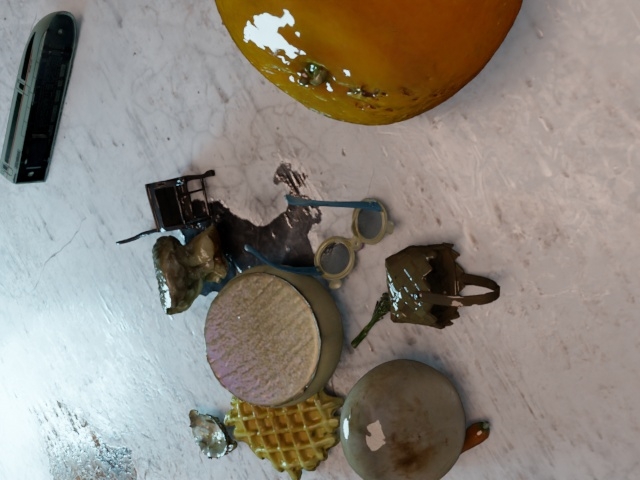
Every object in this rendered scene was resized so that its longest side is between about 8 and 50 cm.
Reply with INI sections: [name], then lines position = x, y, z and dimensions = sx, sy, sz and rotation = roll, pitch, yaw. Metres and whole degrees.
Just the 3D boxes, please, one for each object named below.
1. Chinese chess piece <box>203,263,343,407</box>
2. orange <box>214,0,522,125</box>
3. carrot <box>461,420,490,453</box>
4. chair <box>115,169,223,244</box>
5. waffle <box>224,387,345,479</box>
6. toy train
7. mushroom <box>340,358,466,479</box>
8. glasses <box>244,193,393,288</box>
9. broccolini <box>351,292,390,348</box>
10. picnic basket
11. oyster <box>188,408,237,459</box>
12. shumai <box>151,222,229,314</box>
[Chinese chess piece]
position = -0.090, 0.179, 1.154
dimensions = 0.270, 0.112, 0.269
rotation = -1, 89, 25
[orange]
position = 0.050, -0.340, 0.817
dimensions = 0.424, 0.424, 0.326
rotation = 18, 79, 22
[carrot]
position = 0.260, 0.365, 1.097
dimensions = 0.035, 0.035, 0.142
rotation = 42, 123, 12
[chair]
position = -0.325, -0.065, 1.248
dimensions = 0.229, 0.106, 0.113
rotation = -8, 99, 27
[waffle]
position = -0.076, 0.359, 1.252
dimensions = 0.250, 0.056, 0.261
rotation = 30, 111, 17
[toy train]
position = -0.629, -0.322, 1.356
dimensions = 0.088, 0.086, 0.406
rotation = 34, 114, 22
[mushroom]
position = 0.140, 0.321, 1.066
dimensions = 0.226, 0.227, 0.178
rotation = 69, 159, -2
[glasses]
position = -0.010, -0.022, 1.061
dimensions = 0.189, 0.221, 0.088
rotation = -48, 40, 28
[broccolini]
position = 0.093, 0.149, 1.135
dimensions = 0.035, 0.030, 0.140
rotation = 48, 122, 19
[picnic basket]
position = 0.203, 0.075, 0.999
dimensions = 0.179, 0.128, 0.137
rotation = 5, 107, 44
[oyster]
position = -0.235, 0.428, 1.348
dimensions = 0.148, 0.051, 0.103
rotation = 29, 120, 40
[shumai]
position = -0.262, 0.056, 1.231
dimensions = 0.153, 0.209, 0.161
rotation = -17, 89, -15
